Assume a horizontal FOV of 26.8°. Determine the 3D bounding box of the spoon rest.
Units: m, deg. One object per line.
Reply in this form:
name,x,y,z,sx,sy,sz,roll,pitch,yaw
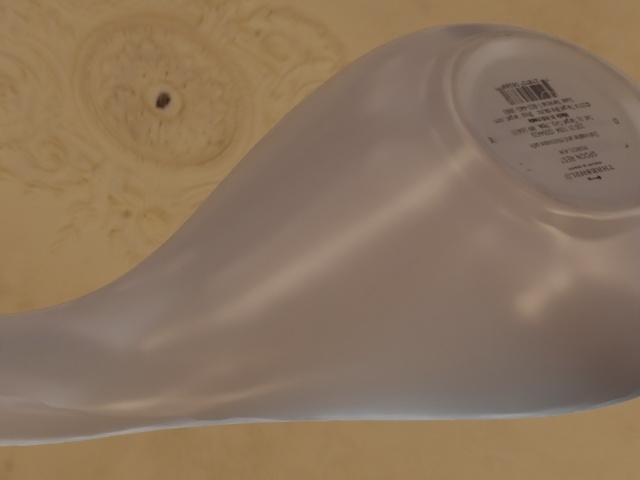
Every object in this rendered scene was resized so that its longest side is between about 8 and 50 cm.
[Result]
spoon rest,0.000,0.000,0.367,0.276,0.084,0.137,-9,-124,-32
